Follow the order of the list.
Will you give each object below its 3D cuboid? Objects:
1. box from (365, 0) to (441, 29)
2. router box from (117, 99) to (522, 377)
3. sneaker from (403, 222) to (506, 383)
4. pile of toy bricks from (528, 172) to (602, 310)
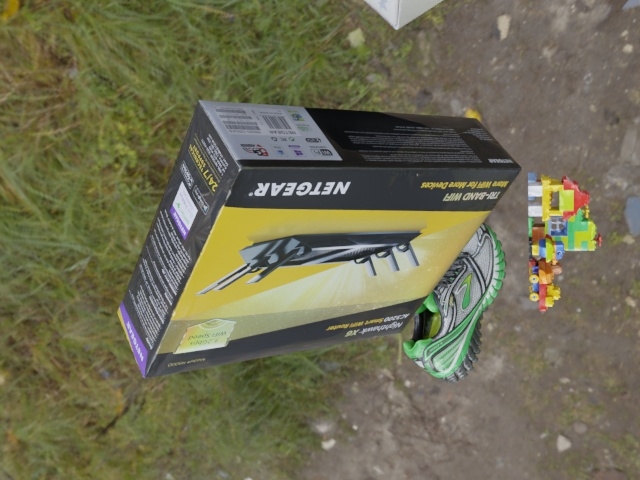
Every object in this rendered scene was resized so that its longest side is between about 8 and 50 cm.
[{"bbox_3d":[0.125,-0.366,0.807,0.148,0.232,0.127,49,166,22],"label":"box"},{"bbox_3d":[0.000,0.000,0.681,0.081,0.309,0.243,57,135,32],"label":"router box"},{"bbox_3d":[0.272,0.106,1.531,0.146,0.343,0.134,29,158,-26],"label":"sneaker"},{"bbox_3d":[0.363,-0.008,1.115,0.105,0.118,0.212,0,116,15],"label":"pile of toy bricks"}]
